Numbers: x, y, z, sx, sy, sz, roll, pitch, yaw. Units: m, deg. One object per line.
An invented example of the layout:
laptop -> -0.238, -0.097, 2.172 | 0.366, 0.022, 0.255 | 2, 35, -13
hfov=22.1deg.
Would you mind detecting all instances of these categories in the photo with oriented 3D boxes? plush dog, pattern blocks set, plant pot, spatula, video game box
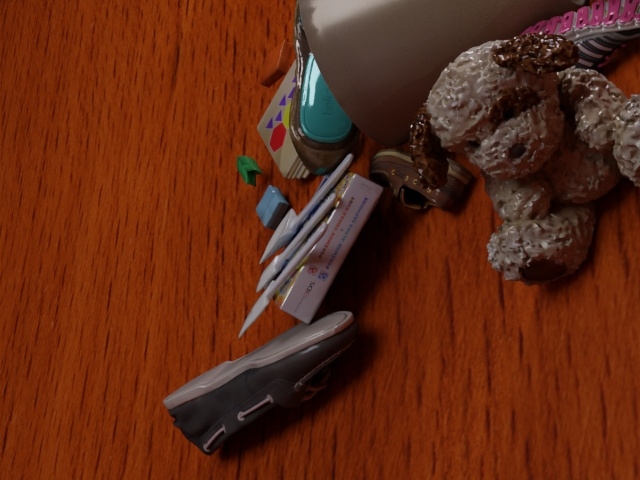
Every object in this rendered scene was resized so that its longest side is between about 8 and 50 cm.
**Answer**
plush dog -> 0.213, -0.118, 1.639 | 0.262, 0.225, 0.210 | -44, 33, 31
pattern blocks set -> -0.017, -0.188, 2.244 | 0.325, 0.026, 0.285 | -53, 37, 29
plant pot -> 0.159, -0.276, 1.895 | 0.274, 0.256, 0.256 | -22, 45, 28
spatula -> -0.033, -0.001, 1.995 | 0.242, 0.019, 0.168 | -51, 13, 48
video game box -> 0.000, 0.000, 2.021 | 0.187, 0.048, 0.205 | -63, 9, 1

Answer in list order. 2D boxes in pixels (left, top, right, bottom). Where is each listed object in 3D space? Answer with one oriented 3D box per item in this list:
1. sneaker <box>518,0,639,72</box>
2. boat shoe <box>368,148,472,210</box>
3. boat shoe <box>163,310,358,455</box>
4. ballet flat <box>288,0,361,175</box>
sneaker -> 0.298, -0.211, 1.766 | 0.170, 0.075, 0.063 | -14, 31, 27
boat shoe -> 0.107, -0.069, 1.945 | 0.178, 0.064, 0.060 | 11, 73, 58
boat shoe -> -0.057, 0.177, 1.994 | 0.335, 0.095, 0.112 | -27, 7, 42
ballet flat -> 0.018, -0.227, 2.080 | 0.124, 0.116, 0.342 | 102, 174, -60
